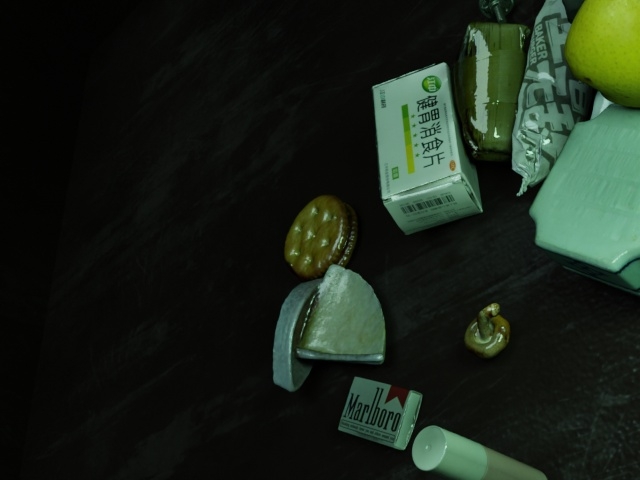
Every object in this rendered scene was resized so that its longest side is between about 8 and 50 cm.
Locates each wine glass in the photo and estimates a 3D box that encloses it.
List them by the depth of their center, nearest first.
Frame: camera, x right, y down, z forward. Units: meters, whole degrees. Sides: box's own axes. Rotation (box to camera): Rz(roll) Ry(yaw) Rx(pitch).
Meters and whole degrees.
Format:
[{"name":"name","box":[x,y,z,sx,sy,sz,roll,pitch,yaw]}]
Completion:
[{"name":"wine glass","box":[0.501,-0.198,1.670,0.072,0.072,0.155,18,81,55]}]

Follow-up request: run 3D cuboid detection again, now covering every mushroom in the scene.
[{"name":"mushroom","box":[0.305,0.160,1.660,0.130,0.072,0.088,107,-178,-53]}]

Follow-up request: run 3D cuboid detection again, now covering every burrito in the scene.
[{"name":"burrito","box":[0.442,-0.272,1.748,0.101,0.138,0.446,82,-157,-69]}]

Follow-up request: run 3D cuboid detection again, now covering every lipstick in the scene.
[{"name":"lipstick","box":[0.250,0.354,1.438,0.070,0.254,0.070,-31,44,36]}]

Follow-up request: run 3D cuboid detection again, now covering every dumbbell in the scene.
[{"name":"dumbbell","box":[0.380,-0.563,2.075,0.081,0.081,0.254,-37,41,32]}]

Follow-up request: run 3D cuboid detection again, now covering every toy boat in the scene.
[{"name":"toy boat","box":[0.026,0.180,2.006,0.293,0.111,0.276,-19,50,28]}]

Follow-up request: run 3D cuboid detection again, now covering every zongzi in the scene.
[{"name":"zongzi","box":[0.335,-0.278,1.921,0.300,0.145,0.274,119,154,-80]}]

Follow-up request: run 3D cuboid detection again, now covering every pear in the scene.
[{"name":"pear","box":[0.537,-0.338,1.385,0.336,0.285,0.285,1,66,29]}]

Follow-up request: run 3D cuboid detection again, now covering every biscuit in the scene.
[{"name":"biscuit","box":[0.000,0.000,2.181,0.220,0.066,0.221,-32,44,37]}]

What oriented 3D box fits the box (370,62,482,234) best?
[{"name":"box","box":[0.217,-0.188,1.925,0.173,0.145,0.333,-18,50,21]}]

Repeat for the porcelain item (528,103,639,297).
[{"name":"porcelain item","box":[0.505,-0.062,1.493,0.285,0.157,0.282,22,82,57]}]

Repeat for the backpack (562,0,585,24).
[{"name":"backpack","box":[0.583,-0.529,1.650,0.363,0.254,0.446,-12,49,52]}]

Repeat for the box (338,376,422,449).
[{"name":"box","box":[0.114,0.336,1.823,0.177,0.036,0.115,4,70,53]}]
